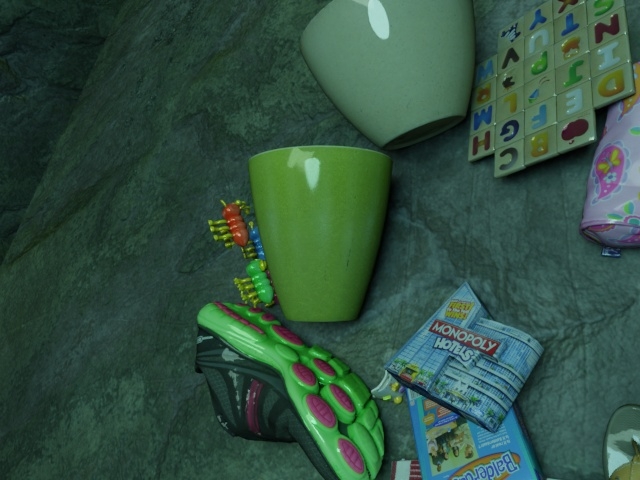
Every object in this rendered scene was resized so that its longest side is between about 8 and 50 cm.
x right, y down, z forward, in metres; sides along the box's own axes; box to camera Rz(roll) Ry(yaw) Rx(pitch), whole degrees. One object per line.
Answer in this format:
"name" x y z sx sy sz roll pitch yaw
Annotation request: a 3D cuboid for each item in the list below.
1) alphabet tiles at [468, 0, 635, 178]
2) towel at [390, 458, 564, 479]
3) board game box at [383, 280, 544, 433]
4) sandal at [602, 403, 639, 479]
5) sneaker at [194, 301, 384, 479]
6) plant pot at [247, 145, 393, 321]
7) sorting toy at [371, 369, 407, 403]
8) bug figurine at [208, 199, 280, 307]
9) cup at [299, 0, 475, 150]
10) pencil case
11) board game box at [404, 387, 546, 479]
"alphabet tiles" 0.379 -0.280 0.879 0.285 0.011 0.342 -20 52 49
"towel" 0.225 0.435 0.685 0.329 0.037 0.237 -12 54 41
"board game box" 0.226 0.163 0.786 0.194 0.060 0.194 -53 31 -16
"sandal" 0.348 0.296 0.567 0.090 0.060 0.219 12 77 41
"sneaker" -0.075 0.290 0.943 0.483 0.185 0.202 31 107 42
"plant pot" 0.000 0.000 0.955 0.275 0.275 0.293 -3 84 34
"sorting toy" 0.117 0.241 0.866 0.045 0.075 0.083 33 91 39
"bug figurine" -0.131 0.035 1.038 0.072 0.279 0.216 -22 77 3
"cup" 0.153 -0.310 0.959 0.331 0.331 0.237 -20 87 27
"pencil case" 0.472 -0.121 0.754 0.124 0.124 0.284 10 76 37
"board game box" 0.218 0.286 0.749 0.160 0.047 0.210 -30 33 21
